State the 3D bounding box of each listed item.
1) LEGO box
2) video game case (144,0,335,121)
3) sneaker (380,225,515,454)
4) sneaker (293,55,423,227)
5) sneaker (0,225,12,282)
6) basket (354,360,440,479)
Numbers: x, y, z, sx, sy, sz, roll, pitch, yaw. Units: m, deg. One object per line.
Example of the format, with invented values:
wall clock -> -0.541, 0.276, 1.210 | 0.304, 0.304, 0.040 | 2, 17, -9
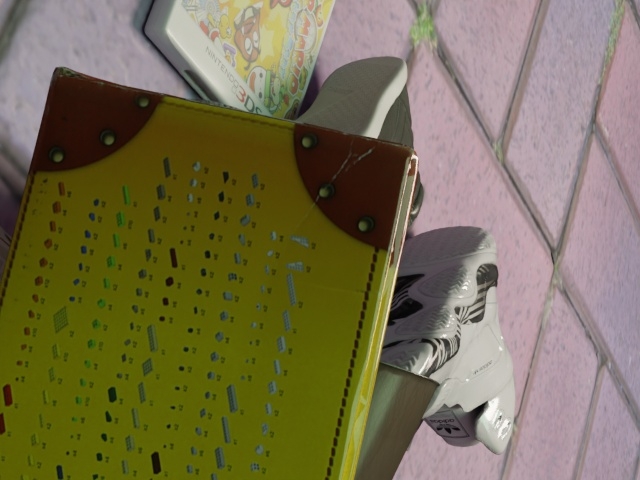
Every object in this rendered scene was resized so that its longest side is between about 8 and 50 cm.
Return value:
LEGO box -> -0.091, 0.199, 0.824 | 0.372, 0.193, 0.500 | 86, 17, -80
video game case -> -0.056, -0.211, 1.210 | 0.206, 0.026, 0.227 | 49, 51, -50
sneaker -> 0.102, 0.149, 1.387 | 0.366, 0.137, 0.210 | -48, 129, -52
sneaker -> 0.023, -0.043, 1.229 | 0.296, 0.104, 0.147 | -53, 135, -54
sneaker -> -0.218, -0.009, 0.789 | 0.290, 0.123, 0.106 | 76, 29, -48
basket -> -0.031, 0.196, 1.138 | 0.154, 0.204, 0.227 | 67, 39, -80
